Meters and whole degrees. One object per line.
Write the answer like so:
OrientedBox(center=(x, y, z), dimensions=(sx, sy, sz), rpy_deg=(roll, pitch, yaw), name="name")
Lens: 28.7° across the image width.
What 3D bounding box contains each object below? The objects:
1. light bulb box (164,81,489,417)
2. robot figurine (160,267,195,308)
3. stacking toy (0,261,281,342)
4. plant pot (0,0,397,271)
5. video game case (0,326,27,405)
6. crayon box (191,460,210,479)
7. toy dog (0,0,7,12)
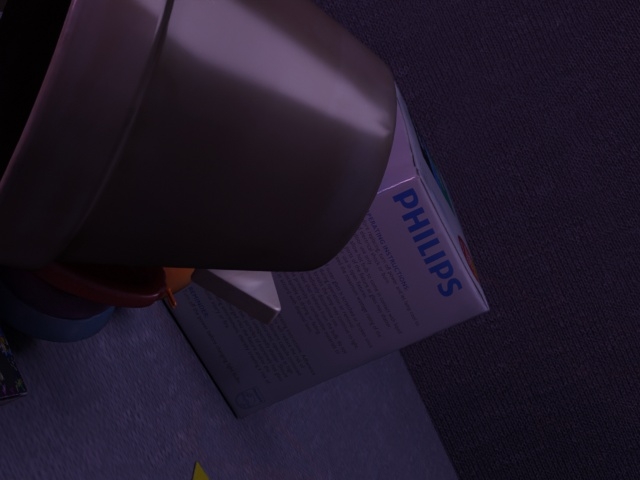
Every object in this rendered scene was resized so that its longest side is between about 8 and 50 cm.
OrientedBox(center=(0.000, 0.000, 1.711), dimensions=(0.225, 0.361, 0.358), rpy_deg=(61, 10, -25), name="light bulb box")
OrientedBox(center=(-0.205, -0.026, 1.371), dimensions=(0.128, 0.158, 0.219), rpy_deg=(-23, 88, -54), name="robot figurine")
OrientedBox(center=(-0.189, -0.013, 1.196), dimensions=(0.279, 0.130, 0.309), rpy_deg=(19, 39, -23), name="stacking toy")
OrientedBox(center=(-0.105, -0.106, 0.985), dimensions=(0.280, 0.323, 0.323), rpy_deg=(18, 34, -24), name="plant pot")
OrientedBox(center=(-0.313, 0.024, 0.915), dimensions=(0.232, 0.042, 0.210), rpy_deg=(66, 9, 5), name="video game case")
OrientedBox(center=(-0.080, 0.389, 1.156), dimensions=(0.202, 0.081, 0.318), rpy_deg=(-87, 152, -69), name="crayon box")
OrientedBox(center=(-0.338, -0.361, 1.275), dimensions=(0.333, 0.161, 0.220), rpy_deg=(-26, 95, -75), name="toy dog")
